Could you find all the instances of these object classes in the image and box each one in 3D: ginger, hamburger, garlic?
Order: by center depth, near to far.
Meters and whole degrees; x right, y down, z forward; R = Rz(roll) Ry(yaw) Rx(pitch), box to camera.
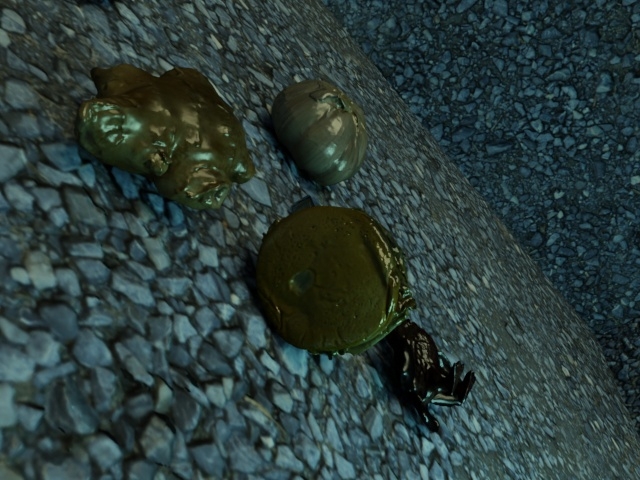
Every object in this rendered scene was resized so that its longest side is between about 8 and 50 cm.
[{"bbox_3d":[-0.198,-0.126,0.794,0.219,0.123,0.270,52,32,4],"label":"ginger"},{"bbox_3d":[0.017,0.046,0.882,0.215,0.189,0.122,56,13,10],"label":"hamburger"},{"bbox_3d":[0.006,-0.219,1.272,0.228,0.152,0.228,48,19,-22],"label":"garlic"}]

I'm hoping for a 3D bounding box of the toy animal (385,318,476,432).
[{"bbox_3d":[0.149,0.204,1.049,0.179,0.116,0.218,39,6,41],"label":"toy animal"}]

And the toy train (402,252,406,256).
[{"bbox_3d":[0.083,0.064,1.077,0.071,0.105,0.178,37,25,-7],"label":"toy train"}]

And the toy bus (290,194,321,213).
[{"bbox_3d":[0.000,0.000,1.083,0.061,0.051,0.153,40,23,-59],"label":"toy bus"}]
